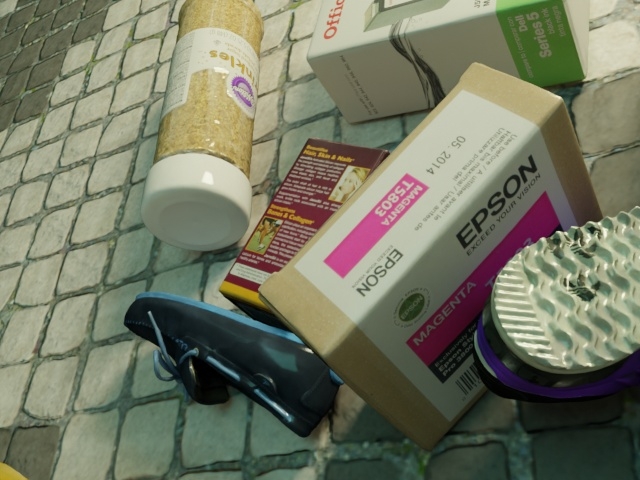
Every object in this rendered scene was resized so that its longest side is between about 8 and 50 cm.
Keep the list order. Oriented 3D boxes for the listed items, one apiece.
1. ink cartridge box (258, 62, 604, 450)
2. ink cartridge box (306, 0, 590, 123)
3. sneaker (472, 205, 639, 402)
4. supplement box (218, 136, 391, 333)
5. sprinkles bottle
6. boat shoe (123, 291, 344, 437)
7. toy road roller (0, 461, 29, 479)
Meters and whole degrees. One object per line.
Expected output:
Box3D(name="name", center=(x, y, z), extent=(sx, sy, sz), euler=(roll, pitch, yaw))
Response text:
Box3D(name="ink cartridge box", center=(0.100, 0.022, 0.532), extent=(0.235, 0.193, 0.088), euler=(-46, 46, -4))
Box3D(name="ink cartridge box", center=(0.140, -0.255, 0.760), extent=(0.272, 0.115, 0.198), euler=(-5, 56, 30))
Box3D(name="sneaker", center=(0.234, 0.043, 0.486), extent=(0.293, 0.146, 0.102), euler=(-11, 59, -12))
Box3D(name="supplement box", center=(0.000, 0.000, 0.689), extent=(0.104, 0.081, 0.188), euler=(15, 68, 40))
Box3D(name="sprinkles bottle", center=(-0.138, -0.161, 0.868), extent=(0.121, 0.121, 0.356), euler=(-17, 51, 22))
Box3D(name="boat shoe", center=(-0.104, 0.112, 0.661), extent=(0.258, 0.109, 0.089), euler=(9, 67, 39))
Box3D(name="toy road roller", center=(-0.251, 0.342, 0.553), extent=(0.202, 0.240, 0.330), euler=(-5, 93, 38))
